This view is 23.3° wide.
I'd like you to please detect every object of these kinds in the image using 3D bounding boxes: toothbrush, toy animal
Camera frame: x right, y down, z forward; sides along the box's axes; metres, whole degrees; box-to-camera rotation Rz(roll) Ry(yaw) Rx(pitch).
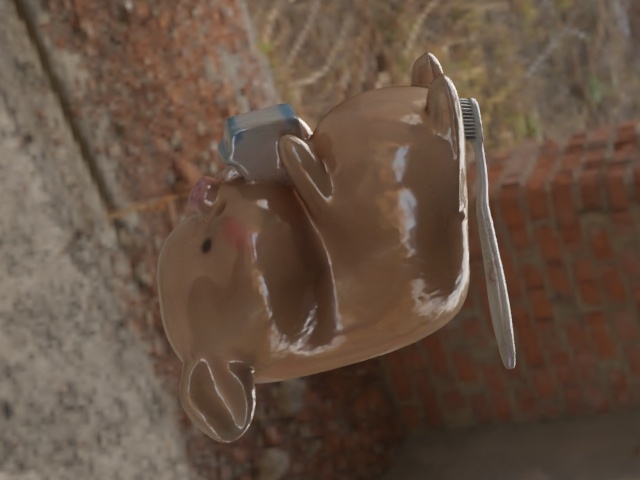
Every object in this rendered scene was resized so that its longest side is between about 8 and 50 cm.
[{"bbox_3d":[0.176,-0.011,1.675,0.029,0.025,0.307,-1,73,-23],"label":"toothbrush"},{"bbox_3d":[-0.004,0.000,1.161,0.195,0.256,0.213,-99,173,-66],"label":"toy animal"}]
